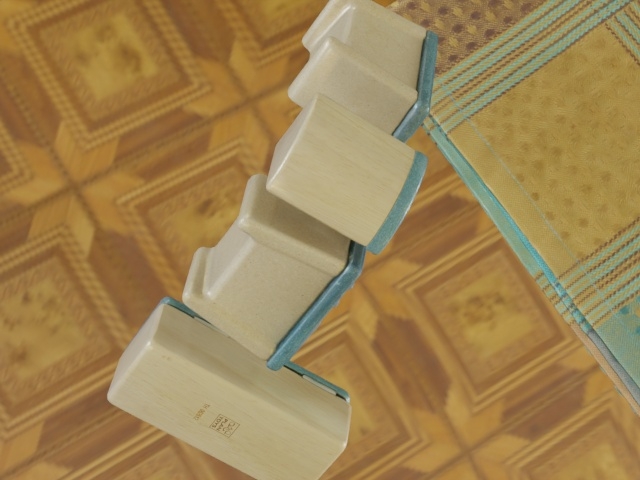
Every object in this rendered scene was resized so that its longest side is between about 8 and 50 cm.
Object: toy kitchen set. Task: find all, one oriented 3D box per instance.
[{"bbox_3d":[0.000,0.000,0.839,0.122,0.207,0.166,30,34,-13],"label":"toy kitchen set"}]

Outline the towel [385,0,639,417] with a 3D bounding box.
[{"bbox_3d":[0.233,-0.060,0.974,0.271,0.040,0.370,-33,75,-10],"label":"towel"}]
